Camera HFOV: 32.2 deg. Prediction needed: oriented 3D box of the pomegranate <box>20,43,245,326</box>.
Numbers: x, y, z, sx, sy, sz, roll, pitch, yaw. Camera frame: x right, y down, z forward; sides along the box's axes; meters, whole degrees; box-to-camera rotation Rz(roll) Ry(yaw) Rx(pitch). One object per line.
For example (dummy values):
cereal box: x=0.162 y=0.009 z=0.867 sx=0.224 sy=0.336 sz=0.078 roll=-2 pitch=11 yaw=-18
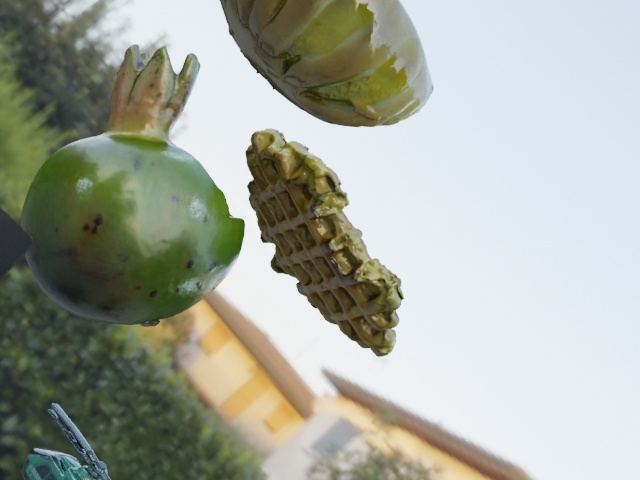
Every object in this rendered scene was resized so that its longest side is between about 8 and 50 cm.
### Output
pomegranate: x=-0.199 y=-0.058 z=1.180 sx=0.236 sy=0.236 sz=0.302 roll=-167 pitch=-99 yaw=-69

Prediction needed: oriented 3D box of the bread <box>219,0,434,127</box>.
bread: x=0.002 y=-0.130 z=0.628 sx=0.157 sy=0.083 sz=0.094 roll=53 pitch=-19 yaw=1

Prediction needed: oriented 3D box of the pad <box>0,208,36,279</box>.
pad: x=-0.327 y=0.037 z=0.879 sx=0.116 sy=0.193 sz=0.004 roll=39 pitch=-6 yaw=20

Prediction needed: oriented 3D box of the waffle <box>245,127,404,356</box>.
waffle: x=-0.002 y=0.001 z=1.253 sx=0.291 sy=0.051 sz=0.291 roll=49 pitch=-22 yaw=27

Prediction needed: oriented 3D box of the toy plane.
toy plane: x=-0.237 y=0.275 z=1.128 sx=0.235 sy=0.096 sz=0.060 roll=45 pitch=7 yaw=30
